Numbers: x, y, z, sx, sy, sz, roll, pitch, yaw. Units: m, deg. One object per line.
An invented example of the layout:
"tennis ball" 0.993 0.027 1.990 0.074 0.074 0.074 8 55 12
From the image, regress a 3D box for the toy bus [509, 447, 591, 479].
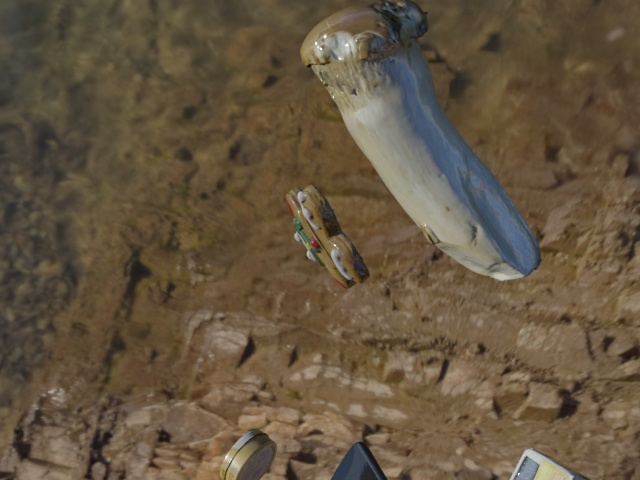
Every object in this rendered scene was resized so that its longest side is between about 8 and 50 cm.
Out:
"toy bus" 0.302 0.500 1.157 0.138 0.097 0.342 28 88 53

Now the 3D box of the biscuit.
"biscuit" 0.000 0.000 1.258 0.049 0.301 0.197 -30 95 -8

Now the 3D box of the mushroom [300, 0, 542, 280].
"mushroom" 0.071 -0.062 0.491 0.084 0.071 0.209 -41 101 -40

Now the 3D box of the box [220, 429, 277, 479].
"box" -0.120 0.371 1.257 0.037 0.105 0.105 31 82 28

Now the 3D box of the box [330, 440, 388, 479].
"box" 0.065 0.425 1.262 0.126 0.027 0.125 -61 32 15
